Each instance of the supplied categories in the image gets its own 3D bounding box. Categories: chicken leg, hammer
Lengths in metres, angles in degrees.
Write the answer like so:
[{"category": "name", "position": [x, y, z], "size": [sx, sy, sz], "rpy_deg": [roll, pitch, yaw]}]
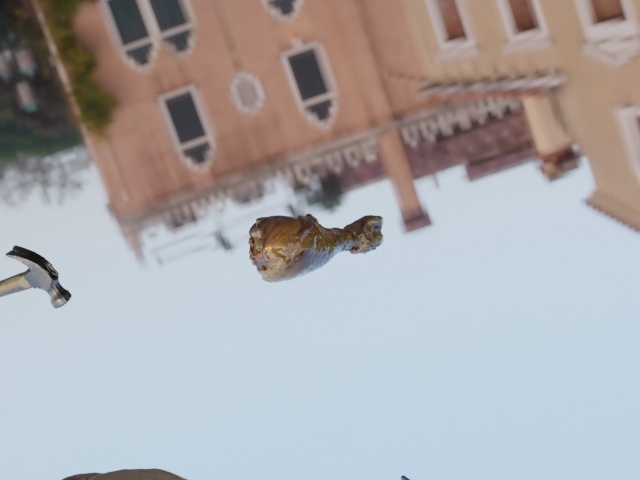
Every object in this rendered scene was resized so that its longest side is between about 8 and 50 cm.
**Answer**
[{"category": "chicken leg", "position": [0.000, 0.003, 2.071], "size": [0.107, 0.087, 0.251], "rpy_deg": [-4, -177, 41]}, {"category": "hammer", "position": [-0.302, 0.048, 1.357], "size": [0.182, 0.062, 0.017], "rpy_deg": [-16, -155, 27]}]

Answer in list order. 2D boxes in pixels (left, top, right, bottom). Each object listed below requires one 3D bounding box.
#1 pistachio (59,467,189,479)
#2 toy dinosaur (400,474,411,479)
[{"category": "pistachio", "position": [-0.180, 0.402, 1.407], "size": [0.281, 0.365, 0.445], "rpy_deg": [-18, -159, 28]}, {"category": "toy dinosaur", "position": [0.211, 0.261, 1.216], "size": [0.329, 0.144, 0.076], "rpy_deg": [6, -173, -13]}]
